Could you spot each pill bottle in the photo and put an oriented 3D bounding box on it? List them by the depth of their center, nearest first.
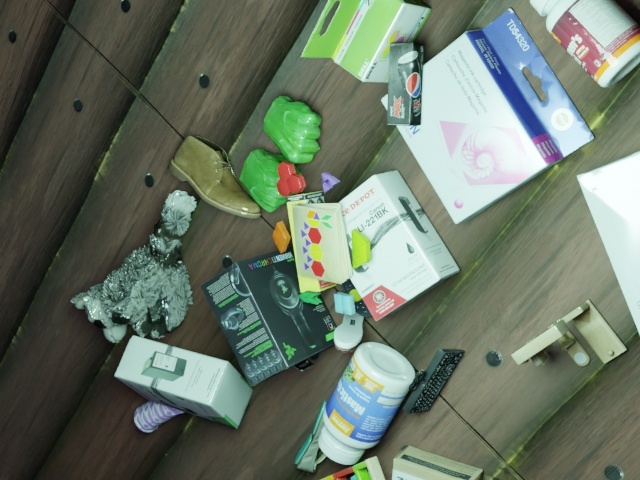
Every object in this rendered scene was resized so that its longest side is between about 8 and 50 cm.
[{"bbox_3d":[0.502,-0.403,1.558,0.221,0.121,0.121,52,120,14],"label":"pill bottle"},{"bbox_3d":[0.097,0.384,1.933,0.152,0.152,0.272,36,114,22],"label":"pill bottle"}]

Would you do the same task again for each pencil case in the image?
[{"bbox_3d":[-0.432,0.471,2.325,0.088,0.086,0.206,40,128,-23],"label":"pencil case"}]

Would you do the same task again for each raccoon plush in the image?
[{"bbox_3d":[-0.489,0.073,2.279,0.299,0.216,0.446,15,77,43],"label":"raccoon plush"}]

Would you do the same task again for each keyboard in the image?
[{"bbox_3d":[0.245,0.314,1.855,0.023,0.108,0.180,50,123,44],"label":"keyboard"}]

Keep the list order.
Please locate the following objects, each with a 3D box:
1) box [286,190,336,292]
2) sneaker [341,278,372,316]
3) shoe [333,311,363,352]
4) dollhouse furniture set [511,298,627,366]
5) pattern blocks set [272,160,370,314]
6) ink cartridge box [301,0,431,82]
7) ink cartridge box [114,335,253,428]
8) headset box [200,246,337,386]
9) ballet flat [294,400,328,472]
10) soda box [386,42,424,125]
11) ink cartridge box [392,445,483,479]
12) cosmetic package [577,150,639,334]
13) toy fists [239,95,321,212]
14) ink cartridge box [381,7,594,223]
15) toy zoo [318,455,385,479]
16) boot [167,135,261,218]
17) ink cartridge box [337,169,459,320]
[{"bbox_3d":[-0.021,0.003,1.980,0.058,0.087,0.232,-5,95,32],"label":"box"},{"bbox_3d":[0.072,0.081,1.957,0.069,0.082,0.209,-33,99,18],"label":"sneaker"},{"bbox_3d":[0.063,0.230,1.920,0.063,0.178,0.081,12,110,6],"label":"shoe"},{"bbox_3d":[0.494,0.222,1.656,0.144,0.151,0.123,-43,75,32],"label":"dollhouse furniture set"},{"bbox_3d":[0.000,0.000,1.870,0.285,0.026,0.325,20,118,38],"label":"pattern blocks set"},{"bbox_3d":[0.096,-0.431,1.728,0.097,0.255,0.189,40,117,20],"label":"ink cartridge box"},{"bbox_3d":[-0.347,0.363,2.141,0.289,0.211,0.121,12,66,22],"label":"ink cartridge box"},{"bbox_3d":[-0.106,0.181,1.969,0.131,0.246,0.283,-32,80,33],"label":"headset box"},{"bbox_3d":[0.002,0.489,2.073,0.068,0.072,0.213,23,113,-2],"label":"ballet flat"},{"bbox_3d":[0.178,-0.325,1.742,0.060,0.053,0.169,6,99,33],"label":"soda box"},{"bbox_3d":[0.259,0.616,1.911,0.193,0.088,0.235,10,105,29],"label":"ink cartridge box"},{"bbox_3d":[0.681,0.000,1.531,0.284,0.097,0.377,-22,86,31],"label":"cosmetic package"},{"bbox_3d":[-0.086,-0.198,1.978,0.142,0.096,0.279,48,120,36],"label":"toy fists"},{"bbox_3d":[0.333,-0.253,1.724,0.330,0.071,0.324,-36,78,33],"label":"ink cartridge box"},{"bbox_3d":[0.077,0.651,2.011,0.293,0.030,0.192,-39,65,48],"label":"toy zoo"},{"bbox_3d":[-0.256,-0.160,2.092,0.305,0.112,0.115,36,108,25],"label":"boot"},{"bbox_3d":[0.146,0.009,1.858,0.197,0.114,0.273,-38,77,32],"label":"ink cartridge box"}]
